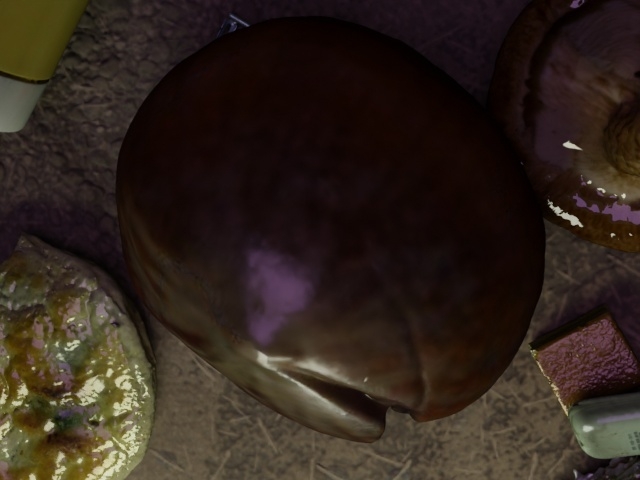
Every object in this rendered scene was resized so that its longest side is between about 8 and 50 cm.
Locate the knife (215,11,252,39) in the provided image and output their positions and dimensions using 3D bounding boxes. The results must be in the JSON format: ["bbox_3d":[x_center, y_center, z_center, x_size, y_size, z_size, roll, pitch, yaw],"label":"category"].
[{"bbox_3d":[-0.121,-0.135,1.169,0.054,0.015,0.212,28,102,-5],"label":"knife"}]

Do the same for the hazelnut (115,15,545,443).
[{"bbox_3d":[0.000,0.000,1.017,0.409,0.359,0.359,40,103,5],"label":"hazelnut"}]

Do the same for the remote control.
[{"bbox_3d":[0.402,0.169,1.086,0.309,0.038,0.090,-12,138,19],"label":"remote control"}]

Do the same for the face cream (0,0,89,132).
[{"bbox_3d":[-0.349,-0.238,1.079,0.218,0.218,0.179,32,102,2],"label":"face cream"}]

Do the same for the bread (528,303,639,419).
[{"bbox_3d":[0.279,0.127,1.145,0.094,0.035,0.090,-29,95,12],"label":"bread"}]

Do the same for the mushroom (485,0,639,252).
[{"bbox_3d":[0.276,-0.121,1.028,0.267,0.254,0.267,-3,84,31],"label":"mushroom"}]

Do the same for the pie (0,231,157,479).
[{"bbox_3d":[-0.325,0.167,1.221,0.337,0.075,0.337,1,100,8],"label":"pie"}]

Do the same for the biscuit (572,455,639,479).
[{"bbox_3d":[0.341,0.345,1.158,0.106,0.070,0.252,-28,94,11],"label":"biscuit"}]
